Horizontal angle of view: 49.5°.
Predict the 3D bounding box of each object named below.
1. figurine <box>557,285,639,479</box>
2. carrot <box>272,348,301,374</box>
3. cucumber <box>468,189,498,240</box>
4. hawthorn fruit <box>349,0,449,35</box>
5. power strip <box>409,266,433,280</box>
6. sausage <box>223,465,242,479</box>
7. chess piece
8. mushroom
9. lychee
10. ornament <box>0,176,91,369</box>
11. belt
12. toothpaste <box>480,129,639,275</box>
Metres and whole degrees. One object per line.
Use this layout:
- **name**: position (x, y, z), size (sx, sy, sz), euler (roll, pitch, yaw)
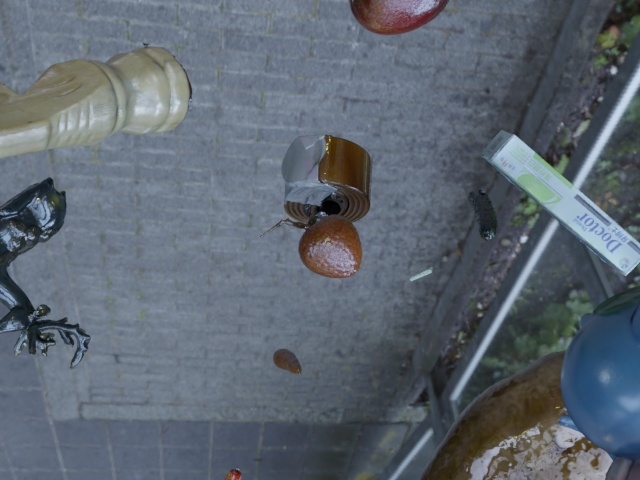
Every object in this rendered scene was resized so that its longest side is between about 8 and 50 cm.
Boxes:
- **figurine**: position (0.197, 0.109, 0.342), size (0.144, 0.178, 0.114), euler (-3, 165, 14)
- **carrot**: position (-0.069, 0.279, 1.572), size (0.048, 0.048, 0.216), euler (11, 177, -15)
- **cucumber**: position (0.473, -0.071, 1.992), size (0.067, 0.245, 0.067), euler (0, 121, 0)
- **hawthorn fruit**: position (0.134, -0.410, 1.089), size (0.188, 0.169, 0.169), euler (-4, 137, -15)
- **power strip**: position (0.342, 0.113, 2.355), size (0.090, 0.040, 0.016), euler (-26, 93, 21)
- **sausage**: position (-0.196, 0.525, 1.420), size (0.034, 0.129, 0.034), euler (21, 156, 9)
- **chess piece**: position (-0.318, -0.173, 0.892), size (0.137, 0.301, 0.137), euler (15, 117, 32)
- **mushroom**: position (0.347, 0.401, 1.277), size (0.397, 0.224, 0.313), euler (-16, 110, 8)
- **lychee**: position (0.005, 0.003, 1.103), size (0.140, 0.114, 0.101), euler (49, 156, -18)
- **ornament**: position (-0.384, 0.057, 0.969), size (0.080, 0.202, 0.236), euler (-6, 123, 47)
- **belt**: position (0.013, -0.137, 1.654), size (0.217, 0.122, 0.338), euler (5, 164, -2)
- **toothpaste**: position (0.440, -0.069, 1.256), size (0.336, 0.081, 0.067), euler (38, 102, -10)
